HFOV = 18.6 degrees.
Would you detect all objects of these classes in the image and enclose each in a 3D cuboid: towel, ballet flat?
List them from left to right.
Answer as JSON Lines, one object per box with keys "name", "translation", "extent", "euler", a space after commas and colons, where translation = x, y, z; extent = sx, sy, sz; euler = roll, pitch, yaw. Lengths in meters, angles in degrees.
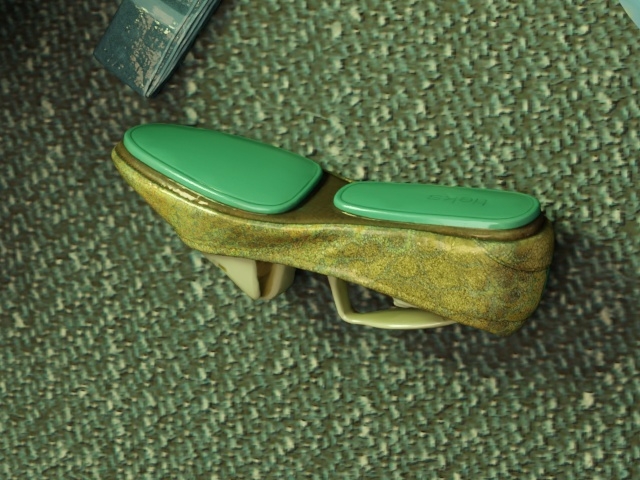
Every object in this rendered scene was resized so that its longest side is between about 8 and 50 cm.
{"name": "towel", "translation": [-0.124, -0.173, 1.510], "extent": [0.067, 0.029, 0.119], "euler": [39, 108, 14]}
{"name": "ballet flat", "translation": [0.000, 0.000, 1.443], "extent": [0.349, 0.123, 0.123], "euler": [12, 100, 19]}

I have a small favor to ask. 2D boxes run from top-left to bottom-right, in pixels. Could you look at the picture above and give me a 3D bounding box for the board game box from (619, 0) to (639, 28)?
{"name": "board game box", "translation": [0.273, -0.201, 1.337], "extent": [0.133, 0.033, 0.168], "euler": [29, 132, 22]}
